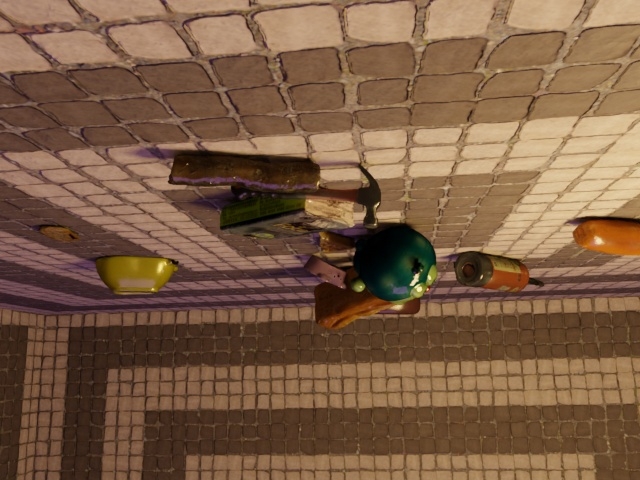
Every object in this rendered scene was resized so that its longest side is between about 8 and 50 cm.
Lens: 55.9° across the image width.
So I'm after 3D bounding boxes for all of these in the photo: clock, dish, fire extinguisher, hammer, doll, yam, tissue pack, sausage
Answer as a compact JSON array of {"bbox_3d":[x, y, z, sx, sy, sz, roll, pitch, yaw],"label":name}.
[{"bbox_3d":[0.027,0.101,1.933,0.110,0.050,0.153,31,-177,40],"label":"clock"},{"bbox_3d":[-0.599,0.122,1.972,0.263,0.108,0.221,2,169,-16],"label":"dish"},{"bbox_3d":[0.590,0.097,2.053,0.376,0.113,0.200,11,-154,-40],"label":"fire extinguisher"},{"bbox_3d":[-0.030,-0.086,1.096,0.288,0.111,0.033,4,167,17],"label":"hammer"},{"bbox_3d":[0.182,0.063,1.580,0.186,0.198,0.322,44,163,-17],"label":"doll"},{"bbox_3d":[-0.128,-0.114,1.020,0.253,0.061,0.061,2,168,-13],"label":"yam"},{"bbox_3d":[-0.070,-0.053,1.272,0.236,0.073,0.173,-9,167,35],"label":"tissue pack"},{"bbox_3d":[0.756,-0.008,1.534,0.239,0.098,0.098,4,167,-17],"label":"sausage"}]

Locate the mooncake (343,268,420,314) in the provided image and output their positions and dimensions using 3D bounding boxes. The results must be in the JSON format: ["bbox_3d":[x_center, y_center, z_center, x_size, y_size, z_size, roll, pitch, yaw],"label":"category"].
[{"bbox_3d":[0.216,0.189,2.218,0.334,0.174,0.326,3,171,-34],"label":"mooncake"}]

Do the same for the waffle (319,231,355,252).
[{"bbox_3d":[0.000,0.000,1.652,0.125,0.032,0.191,-7,165,36],"label":"waffle"}]

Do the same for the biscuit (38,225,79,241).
[{"bbox_3d":[-0.658,-0.016,1.525,0.071,0.018,0.147,2,169,-4],"label":"biscuit"}]

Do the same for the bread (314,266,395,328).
[{"bbox_3d":[0.128,0.164,1.982,0.109,0.185,0.380,23,145,-33],"label":"bread"}]
